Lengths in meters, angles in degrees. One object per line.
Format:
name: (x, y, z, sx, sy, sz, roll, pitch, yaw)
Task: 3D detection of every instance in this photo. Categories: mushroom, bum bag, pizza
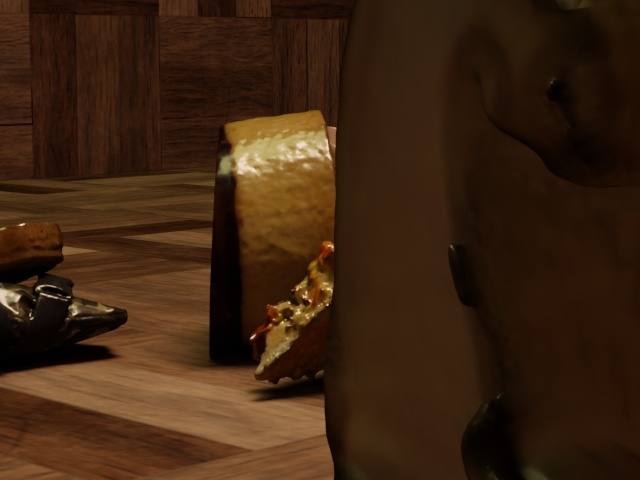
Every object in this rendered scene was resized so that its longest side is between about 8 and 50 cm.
mushroom: (0.209, -0.010, 0.715, 0.397, 0.313, 0.224, -6, 15, -23)
bum bag: (-0.256, 0.063, 1.207, 0.102, 0.069, 0.248, 12, 12, 43)
pizza: (0.016, 0.040, 1.143, 0.199, 0.188, 0.062, -31, 50, -32)

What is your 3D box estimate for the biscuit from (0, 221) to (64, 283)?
biscuit: (-0.346, 0.031, 1.297, 0.257, 0.049, 0.273, -7, -2, -29)

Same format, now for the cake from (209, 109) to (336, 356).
cake: (0.000, 0.000, 1.277, 0.178, 0.207, 0.185, 6, -11, -2)
